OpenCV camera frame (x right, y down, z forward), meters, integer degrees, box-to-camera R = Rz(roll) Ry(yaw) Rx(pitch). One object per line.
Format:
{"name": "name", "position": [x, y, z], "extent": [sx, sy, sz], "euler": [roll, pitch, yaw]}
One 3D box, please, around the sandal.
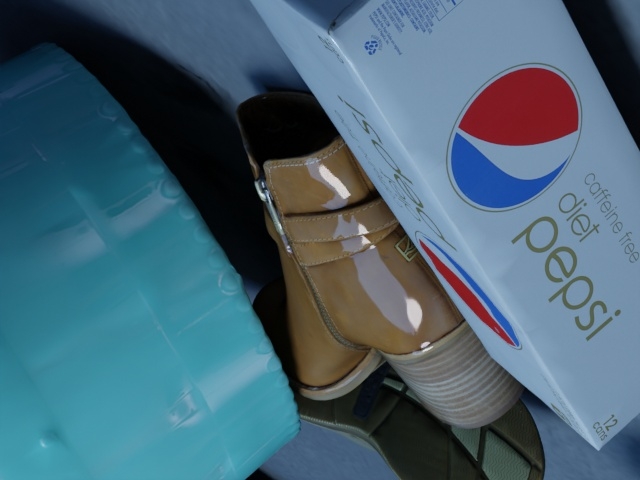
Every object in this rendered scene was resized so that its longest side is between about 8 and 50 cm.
{"name": "sandal", "position": [0.046, 0.090, 0.883], "extent": [0.180, 0.072, 0.049], "euler": [22, 171, 39]}

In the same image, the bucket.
{"name": "bucket", "position": [-0.151, 0.048, 0.844], "extent": [0.281, 0.183, 0.281], "euler": [52, 165, 20]}

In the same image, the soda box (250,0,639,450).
{"name": "soda box", "position": [0.059, -0.027, 0.568], "extent": [0.074, 0.069, 0.216], "euler": [42, 170, 50]}

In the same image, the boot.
{"name": "boot", "position": [0.000, 0.000, 0.769], "extent": [0.197, 0.073, 0.152], "euler": [8, 138, 56]}
